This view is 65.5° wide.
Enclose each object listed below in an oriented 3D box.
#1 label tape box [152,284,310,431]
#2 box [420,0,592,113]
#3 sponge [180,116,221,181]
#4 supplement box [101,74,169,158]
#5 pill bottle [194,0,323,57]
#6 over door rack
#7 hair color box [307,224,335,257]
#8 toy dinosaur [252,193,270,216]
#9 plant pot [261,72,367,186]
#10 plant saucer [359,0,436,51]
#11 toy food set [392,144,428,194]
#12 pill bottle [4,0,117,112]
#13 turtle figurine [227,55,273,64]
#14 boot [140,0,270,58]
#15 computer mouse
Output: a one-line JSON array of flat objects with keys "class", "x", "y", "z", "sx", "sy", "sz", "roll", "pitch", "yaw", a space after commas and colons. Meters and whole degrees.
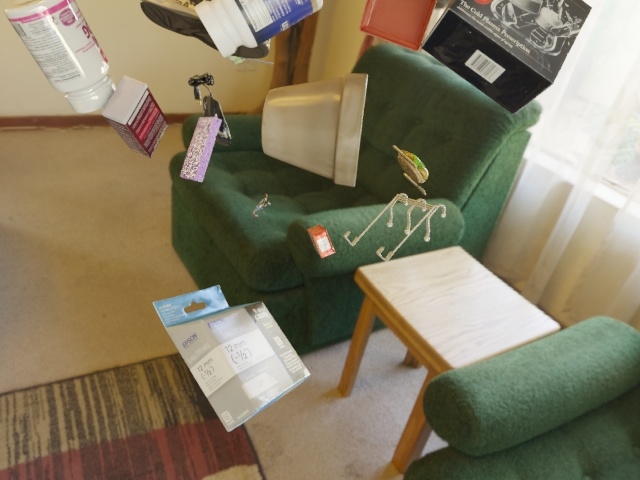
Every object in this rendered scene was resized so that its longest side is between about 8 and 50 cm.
[{"class": "label tape box", "x": -0.209, "y": 0.246, "z": 1.213, "sx": 0.347, "sy": 0.115, "sz": 0.249, "roll": 56, "pitch": 24, "yaw": 12}, {"class": "box", "x": 0.520, "y": -0.599, "z": 1.399, "sx": 0.343, "sy": 0.179, "sz": 0.312, "roll": 33, "pitch": 70, "yaw": -4}, {"class": "sponge", "x": -0.386, "y": -0.294, "z": 1.596, "sx": 0.031, "sy": 0.210, "sz": 0.117, "roll": 19, "pitch": -3, "yaw": -40}, {"class": "supplement box", "x": -0.523, "y": -0.348, "z": 1.427, "sx": 0.073, "sy": 0.239, "sz": 0.130, "roll": 23, "pitch": 76, "yaw": 5}, {"class": "pill bottle", "x": -0.141, "y": -0.538, "z": 1.132, "sx": 0.265, "sy": 0.153, "sz": 0.153, "roll": -29, "pitch": 38, "yaw": 3}, {"class": "over door rack", "x": 0.282, "y": -0.042, "z": 1.873, "sx": 0.324, "sy": 0.108, "sz": 0.239, "roll": -37, "pitch": 30, "yaw": -17}, {"class": "hair color box", "x": 0.000, "y": 0.000, "z": 1.427, "sx": 0.043, "sy": 0.071, "sz": 0.141, "roll": -23, "pitch": 11, "yaw": -5}, {"class": "toy dinosaur", "x": -0.245, "y": -0.136, "z": 2.043, "sx": 0.047, "sy": 0.082, "sz": 0.090, "roll": 46, "pitch": 25, "yaw": -26}, {"class": "plant pot", "x": -0.017, "y": -0.335, "z": 1.457, "sx": 0.281, "sy": 0.323, "sz": 0.323, "roll": 8, "pitch": 32, "yaw": 3}, {"class": "plant saucer", "x": 0.302, "y": -0.884, "z": 1.878, "sx": 0.259, "sy": 0.258, "sz": 0.048, "roll": 26, "pitch": 35, "yaw": 13}, {"class": "toy food set", "x": 0.300, "y": -0.236, "z": 1.605, "sx": 0.038, "sy": 0.192, "sz": 0.132, "roll": -40, "pitch": 59, "yaw": 0}, {"class": "pill bottle", "x": -0.653, "y": -0.487, "z": 1.286, "sx": 0.161, "sy": 0.283, "sz": 0.160, "roll": -9, "pitch": 45, "yaw": 9}, {"class": "turtle figurine", "x": -0.269, "y": -0.703, "z": 1.649, "sx": 0.275, "sy": 0.197, "sz": 0.266, "roll": -22, "pitch": 47, "yaw": -11}, {"class": "boot", "x": -0.297, "y": -0.718, "z": 1.458, "sx": 0.378, "sy": 0.138, "sz": 0.284, "roll": 18, "pitch": 76, "yaw": -4}, {"class": "computer mouse", "x": -0.406, "y": -0.458, "z": 1.758, "sx": 0.060, "sy": 0.261, "sz": 0.184, "roll": -29, "pitch": 33, "yaw": -27}]
